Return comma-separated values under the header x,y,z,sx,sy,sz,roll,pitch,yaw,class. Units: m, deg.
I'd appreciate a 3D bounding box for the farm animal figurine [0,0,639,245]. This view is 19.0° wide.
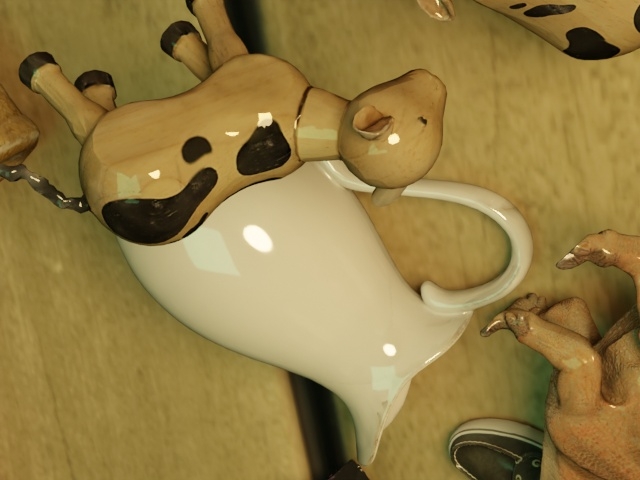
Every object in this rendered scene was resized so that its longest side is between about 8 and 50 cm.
x,y,z,sx,sy,sz,roll,pitch,yaw,class
0.047,-0.131,0.834,0.172,0.327,0.330,54,132,36,farm animal figurine

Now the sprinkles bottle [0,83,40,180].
x,y,z,sx,sy,sz,roll,pitch,yaw,class
-0.325,-0.174,1.210,0.121,0.121,0.355,-36,90,40,sprinkles bottle

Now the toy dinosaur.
x,y,z,sx,sy,sz,roll,pitch,yaw,class
0.193,0.081,0.981,0.200,0.127,0.295,48,126,6,toy dinosaur

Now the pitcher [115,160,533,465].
x,y,z,sx,sy,sz,roll,pitch,yaw,class
0.000,0.000,1.086,0.207,0.125,0.178,40,109,-1,pitcher

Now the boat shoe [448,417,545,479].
x,y,z,sx,sy,sz,roll,pitch,yaw,class
0.133,0.145,1.103,0.142,0.040,0.049,22,123,24,boat shoe

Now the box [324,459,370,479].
x,y,z,sx,sy,sz,roll,pitch,yaw,class
-0.068,0.272,1.212,0.103,0.184,0.261,52,130,5,box
